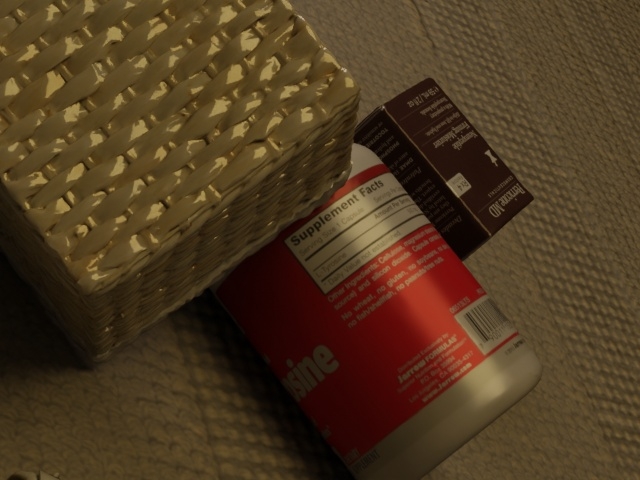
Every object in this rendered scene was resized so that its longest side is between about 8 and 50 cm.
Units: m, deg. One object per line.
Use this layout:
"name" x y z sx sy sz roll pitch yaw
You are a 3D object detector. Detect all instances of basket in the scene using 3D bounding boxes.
"basket" -0.173 -0.124 1.616 0.328 0.331 0.266 52 -14 7

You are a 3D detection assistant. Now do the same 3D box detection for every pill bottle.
"pill bottle" 0.025 0.049 1.850 0.408 0.229 0.229 52 30 7

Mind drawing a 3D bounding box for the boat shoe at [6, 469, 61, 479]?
"boat shoe" -0.227 0.230 1.449 0.277 0.098 0.096 -3 58 -52

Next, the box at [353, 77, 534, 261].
"box" 0.115 -0.058 2.148 0.203 0.167 0.168 50 30 3
